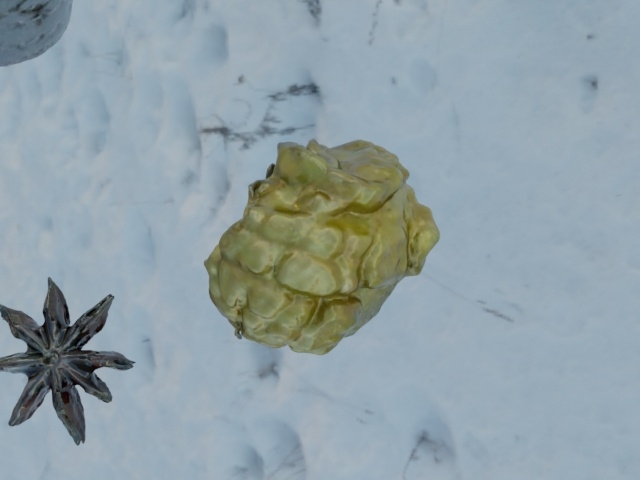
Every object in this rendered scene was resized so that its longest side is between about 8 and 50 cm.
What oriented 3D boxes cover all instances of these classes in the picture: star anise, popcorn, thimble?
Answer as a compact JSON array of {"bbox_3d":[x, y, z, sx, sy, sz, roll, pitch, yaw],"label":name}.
[{"bbox_3d":[-0.436,0.202,1.501,0.288,0.088,0.288,-1,85,14],"label":"star anise"},{"bbox_3d":[0.000,0.000,0.880,0.190,0.250,0.250,41,136,-8],"label":"popcorn"},{"bbox_3d":[-0.292,-0.230,0.791,0.127,0.151,0.118,47,147,14],"label":"thimble"}]
